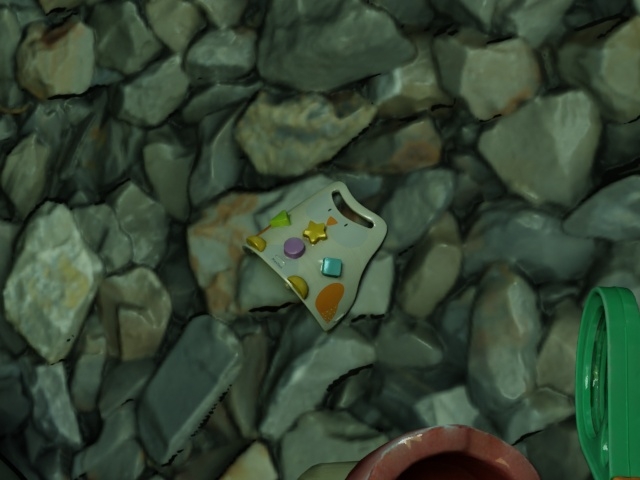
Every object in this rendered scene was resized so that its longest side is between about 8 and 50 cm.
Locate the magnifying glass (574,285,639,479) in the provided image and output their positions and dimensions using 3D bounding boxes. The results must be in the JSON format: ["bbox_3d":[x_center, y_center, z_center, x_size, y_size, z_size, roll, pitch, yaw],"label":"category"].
[{"bbox_3d":[0.155,0.113,0.819,0.026,0.092,0.231,4,39,-2],"label":"magnifying glass"}]

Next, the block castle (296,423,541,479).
[{"bbox_3d":[0.083,0.323,0.639,0.303,0.213,0.453,-41,96,-17],"label":"block castle"}]

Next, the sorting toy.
[{"bbox_3d":[0.000,0.000,0.998,0.075,0.045,0.083,-42,63,-10],"label":"sorting toy"}]

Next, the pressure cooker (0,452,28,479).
[{"bbox_3d":[-0.310,0.258,0.884,0.370,0.420,0.375,-25,88,-4],"label":"pressure cooker"}]
